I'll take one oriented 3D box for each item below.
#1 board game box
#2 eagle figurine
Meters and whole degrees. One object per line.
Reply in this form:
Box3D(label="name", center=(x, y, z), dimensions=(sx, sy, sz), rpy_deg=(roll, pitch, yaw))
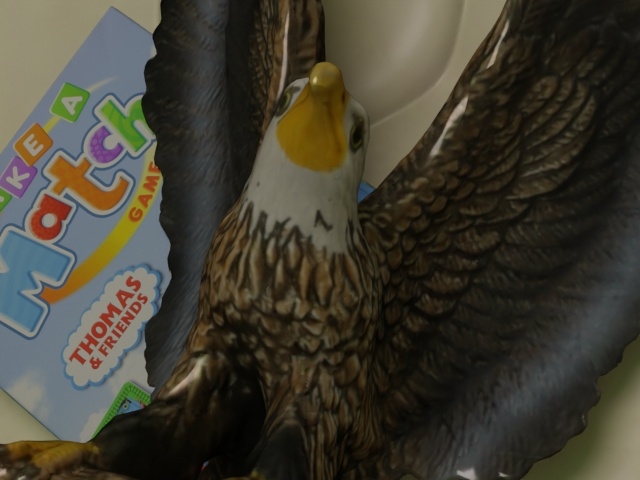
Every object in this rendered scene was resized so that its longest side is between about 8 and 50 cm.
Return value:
Box3D(label="board game box", center=(-0.056, 0.021, 0.647), dimensions=(0.211, 0.039, 0.160), rpy_deg=(35, 88, 26))
Box3D(label="eagle figurine", center=(0.004, -0.005, 0.537), dimensions=(0.225, 0.226, 0.298), rpy_deg=(-29, 24, 51))
